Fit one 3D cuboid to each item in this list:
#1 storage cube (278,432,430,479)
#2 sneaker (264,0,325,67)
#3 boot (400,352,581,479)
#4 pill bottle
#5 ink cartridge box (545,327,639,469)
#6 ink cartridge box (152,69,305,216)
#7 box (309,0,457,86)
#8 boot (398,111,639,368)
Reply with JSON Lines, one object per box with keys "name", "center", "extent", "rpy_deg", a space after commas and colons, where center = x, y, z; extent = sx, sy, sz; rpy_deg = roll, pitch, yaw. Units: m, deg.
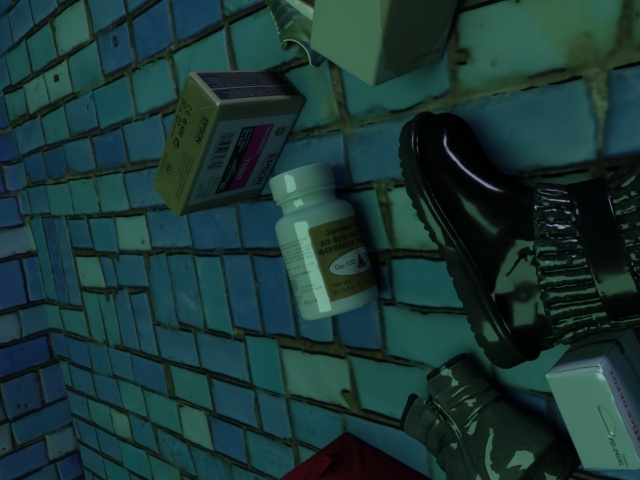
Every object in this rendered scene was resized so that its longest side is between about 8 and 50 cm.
{"name": "storage cube", "center": [0.056, 0.478, 0.916], "extent": [0.193, 0.184, 0.214], "rpy_deg": [16, 113, 40]}
{"name": "sneaker", "center": [-0.050, -0.343, 0.861], "extent": [0.192, 0.064, 0.086], "rpy_deg": [41, 122, 24]}
{"name": "boot", "center": [0.203, 0.344, 0.803], "extent": [0.223, 0.118, 0.338], "rpy_deg": [38, 115, 33]}
{"name": "pill bottle", "center": [0.000, 0.000, 0.868], "extent": [0.131, 0.131, 0.229], "rpy_deg": [-17, 90, 45]}
{"name": "ink cartridge box", "center": [0.316, 0.161, 0.593], "extent": [0.063, 0.151, 0.109], "rpy_deg": [-25, 86, 45]}
{"name": "ink cartridge box", "center": [-0.156, -0.165, 0.926], "extent": [0.088, 0.193, 0.234], "rpy_deg": [48, 130, 21]}
{"name": "box", "center": [0.090, -0.351, 0.614], "extent": [0.121, 0.148, 0.311], "rpy_deg": [42, 146, 27]}
{"name": "boot", "center": [0.256, -0.051, 0.605], "extent": [0.260, 0.131, 0.347], "rpy_deg": [-35, 68, 37]}
